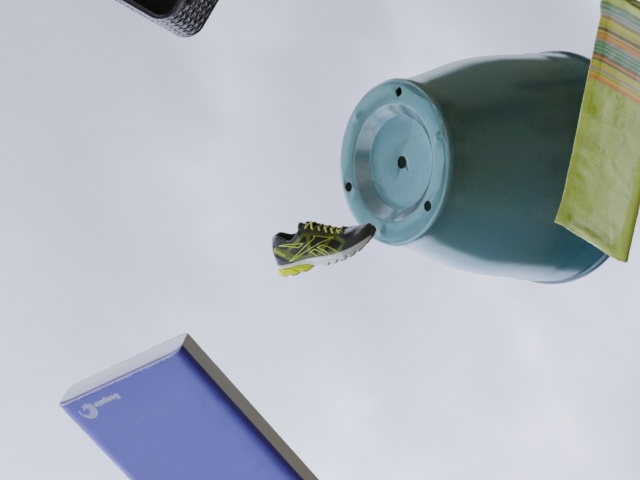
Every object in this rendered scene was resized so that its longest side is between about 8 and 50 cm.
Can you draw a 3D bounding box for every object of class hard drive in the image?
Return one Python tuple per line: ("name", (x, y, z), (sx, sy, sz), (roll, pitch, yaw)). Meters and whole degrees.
("hard drive", (-0.139, 0.267, 2.147), (0.318, 0.210, 0.040), (50, -143, -20))

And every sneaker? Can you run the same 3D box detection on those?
("sneaker", (0.000, 0.000, 1.307), (0.035, 0.083, 0.031), (66, -163, -10))

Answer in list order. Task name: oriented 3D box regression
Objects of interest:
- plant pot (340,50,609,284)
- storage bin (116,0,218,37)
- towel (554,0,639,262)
("plant pot", (0.174, -0.084, 1.980), (0.255, 0.271, 0.271), (0, -116, -40))
("storage bin", (-0.187, -0.307, 1.860), (0.180, 0.122, 0.084), (31, -179, 15))
("towel", (0.274, -0.105, 1.649), (0.021, 0.237, 0.102), (-6, -153, -30))
